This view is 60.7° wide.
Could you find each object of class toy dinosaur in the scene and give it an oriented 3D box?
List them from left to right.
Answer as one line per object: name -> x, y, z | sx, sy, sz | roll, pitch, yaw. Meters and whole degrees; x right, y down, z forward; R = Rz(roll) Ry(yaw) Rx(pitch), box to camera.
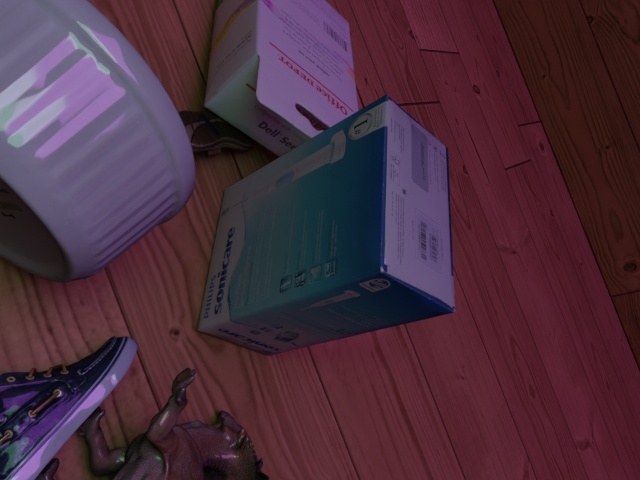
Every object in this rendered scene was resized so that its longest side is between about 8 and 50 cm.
toy dinosaur -> -0.153, 0.258, 0.512 | 0.296, 0.127, 0.200 | -50, 118, -41

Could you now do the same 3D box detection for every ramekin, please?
ramekin -> -0.249, -0.081, 0.451 | 0.273, 0.272, 0.127 | 48, 55, -22

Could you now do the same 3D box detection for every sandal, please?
sandal -> -0.152, -0.139, 0.735 | 0.072, 0.049, 0.180 | 52, 25, 3

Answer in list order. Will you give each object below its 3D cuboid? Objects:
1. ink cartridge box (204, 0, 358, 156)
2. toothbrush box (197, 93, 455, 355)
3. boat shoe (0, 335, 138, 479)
ink cartridge box -> -0.052, -0.244, 0.806 | 0.207, 0.119, 0.354 | 30, 43, -37
toothbrush box -> 0.000, 0.000, 0.656 | 0.126, 0.295, 0.217 | 30, 52, -38
boat shoe -> -0.249, 0.136, 0.497 | 0.083, 0.065, 0.183 | 48, 40, -14
